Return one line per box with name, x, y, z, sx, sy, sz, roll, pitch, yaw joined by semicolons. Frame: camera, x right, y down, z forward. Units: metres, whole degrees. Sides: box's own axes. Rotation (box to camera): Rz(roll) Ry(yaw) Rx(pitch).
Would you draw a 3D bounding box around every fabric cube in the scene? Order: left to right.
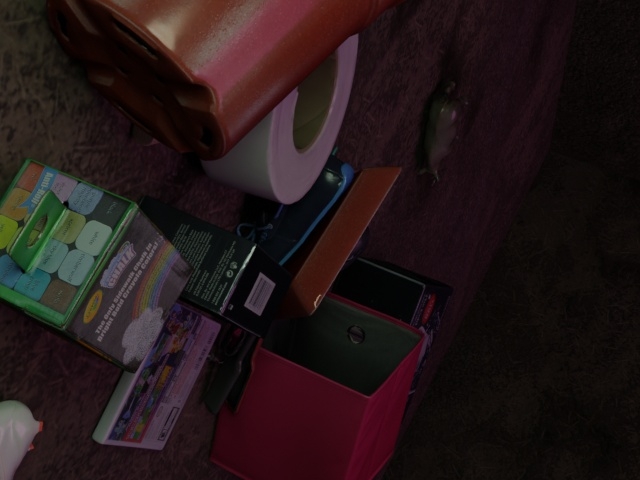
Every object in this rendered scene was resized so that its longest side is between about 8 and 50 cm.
fabric cube;-0.002;0.266;1.524;0.259;0.254;0.258;-34;140;-57

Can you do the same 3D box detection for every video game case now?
video game case;-0.218;0.187;1.225;0.201;0.023;0.183;-64;160;-8

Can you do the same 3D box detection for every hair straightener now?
hair straightener;-0.129;0.174;1.355;0.089;0.047;0.230;2;127;-41

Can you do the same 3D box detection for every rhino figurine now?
rhino figurine;0.264;-0.222;1.986;0.106;0.073;0.243;-51;156;-49

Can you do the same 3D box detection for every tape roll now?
tape roll;-0.048;-0.193;1.120;0.286;0.100;0.286;18;90;-74

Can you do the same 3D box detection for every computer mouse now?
computer mouse;0.034;0.056;1.719;0.242;0.041;0.071;-58;159;-26

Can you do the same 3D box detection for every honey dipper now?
honey dipper;-0.160;-0.132;1.035;0.161;0.030;0.030;-28;136;-64

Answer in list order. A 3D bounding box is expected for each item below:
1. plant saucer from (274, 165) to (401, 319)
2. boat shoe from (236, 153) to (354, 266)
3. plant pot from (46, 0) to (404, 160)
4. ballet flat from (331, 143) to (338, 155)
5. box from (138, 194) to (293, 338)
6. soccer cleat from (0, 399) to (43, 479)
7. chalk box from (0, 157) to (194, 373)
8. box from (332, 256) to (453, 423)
plant saucer;0.000;0.000;1.380;0.259;0.048;0.258;-57;-169;-15
boat shoe;-0.053;-0.032;1.314;0.258;0.089;0.109;-51;-179;19
plant pot;-0.085;-0.234;0.816;0.265;0.272;0.272;-52;156;-20
ballet flat;-0.030;-0.088;1.362;0.070;0.070;0.188;-45;164;-49
box;-0.137;0.035;1.071;0.093;0.158;0.156;-64;160;-9
soccer cleat;-0.345;0.254;0.912;0.076;0.068;0.196;6;104;-54
chalk box;-0.235;0.020;0.848;0.132;0.132;0.213;-62;158;-16
box;0.120;0.222;1.912;0.343;0.179;0.312;-69;162;3
